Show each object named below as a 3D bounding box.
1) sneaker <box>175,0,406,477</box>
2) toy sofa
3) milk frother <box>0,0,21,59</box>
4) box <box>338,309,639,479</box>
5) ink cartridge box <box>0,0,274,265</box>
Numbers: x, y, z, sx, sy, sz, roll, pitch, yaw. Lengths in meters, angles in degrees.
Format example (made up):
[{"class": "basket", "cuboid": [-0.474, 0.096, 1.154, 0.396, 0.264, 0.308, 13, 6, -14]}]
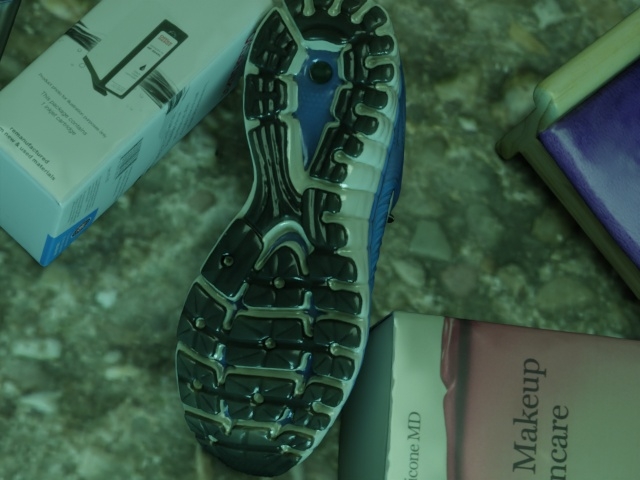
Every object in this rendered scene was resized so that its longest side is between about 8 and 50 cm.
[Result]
[{"class": "sneaker", "cuboid": [0.000, 0.000, 1.233, 0.130, 0.147, 0.330, 16, 92, 17]}, {"class": "toy sofa", "cuboid": [0.306, 0.001, 1.286, 0.150, 0.177, 0.362, -37, 87, -20]}, {"class": "milk frother", "cuboid": [-0.271, -0.160, 1.209, 0.143, 0.135, 0.129, 21, 40, -10]}, {"class": "box", "cuboid": [0.138, 0.142, 1.232, 0.232, 0.127, 0.148, 7, 74, -12]}, {"class": "ink cartridge box", "cuboid": [-0.137, -0.095, 1.218, 0.086, 0.148, 0.203, 43, 69, 2]}]
